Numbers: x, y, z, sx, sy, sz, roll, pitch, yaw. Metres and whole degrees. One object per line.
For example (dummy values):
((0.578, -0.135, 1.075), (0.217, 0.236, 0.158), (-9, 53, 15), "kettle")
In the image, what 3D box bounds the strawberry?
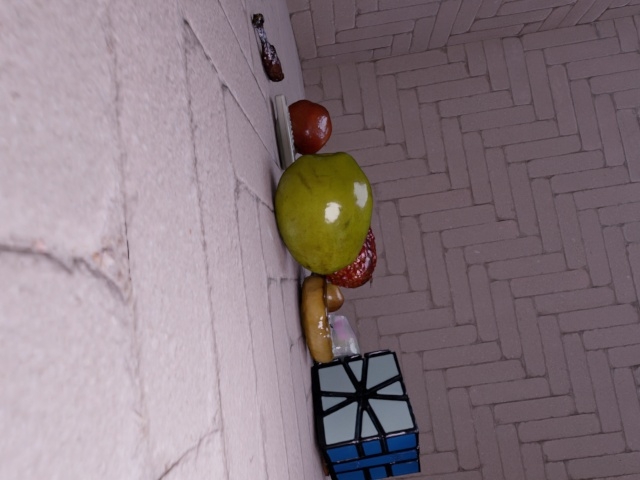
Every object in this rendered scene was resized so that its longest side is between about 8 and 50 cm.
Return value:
((0.074, 0.031, 1.378), (0.292, 0.293, 0.343), (77, -12, -57), "strawberry")

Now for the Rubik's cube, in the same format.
((0.140, 0.553, 1.289), (0.293, 0.289, 0.283), (-95, 173, -54), "Rubik's cube")

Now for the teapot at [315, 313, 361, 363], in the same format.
((0.028, 0.352, 1.468), (0.163, 0.222, 0.177), (-37, -126, 41), "teapot")

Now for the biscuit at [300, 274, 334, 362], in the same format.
((-0.015, 0.220, 1.259), (0.274, 0.091, 0.213), (-92, 176, -49), "biscuit")

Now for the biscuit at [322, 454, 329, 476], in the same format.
((0.019, 0.702, 1.306), (0.078, 0.015, 0.091), (-94, 175, -46), "biscuit")

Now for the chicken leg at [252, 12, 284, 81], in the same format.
((-0.150, -0.552, 1.217), (0.253, 0.051, 0.105), (68, 8, -73), "chicken leg")

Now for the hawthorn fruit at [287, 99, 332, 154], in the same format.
((-0.062, -0.391, 1.491), (0.196, 0.197, 0.225), (73, 34, -69), "hawthorn fruit")

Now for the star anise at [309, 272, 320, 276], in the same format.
((-0.021, 0.174, 1.511), (0.180, 0.061, 0.204), (96, -3, -46), "star anise")

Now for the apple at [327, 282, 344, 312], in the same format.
((0.042, 0.256, 1.845), (0.146, 0.147, 0.146), (-8, 90, -87), "apple")

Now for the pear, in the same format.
((0.010, -0.074, 1.055), (0.252, 0.253, 0.306), (-90, 173, -69), "pear")

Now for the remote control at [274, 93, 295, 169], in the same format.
((-0.114, -0.338, 1.301), (0.090, 0.050, 0.229), (-51, 134, -85), "remote control")
